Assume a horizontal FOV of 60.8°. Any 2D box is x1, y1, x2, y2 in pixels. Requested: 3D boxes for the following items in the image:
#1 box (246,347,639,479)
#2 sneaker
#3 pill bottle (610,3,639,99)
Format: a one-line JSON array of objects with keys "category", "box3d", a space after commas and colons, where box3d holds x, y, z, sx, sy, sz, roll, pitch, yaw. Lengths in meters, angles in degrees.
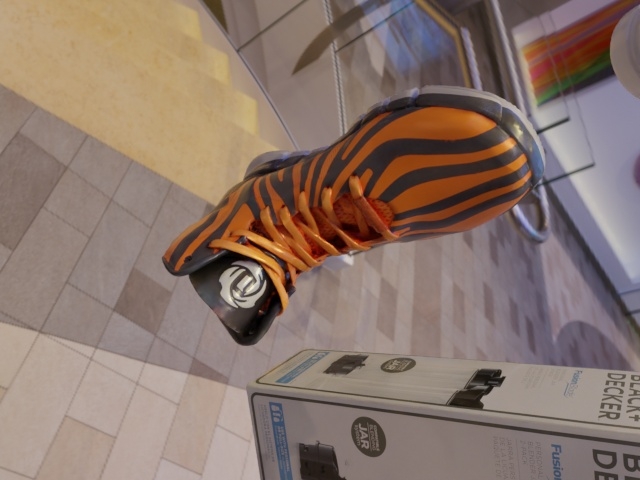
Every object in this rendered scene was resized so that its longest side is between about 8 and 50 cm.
[{"category": "box", "box3d": [0.093, 0.177, 0.394, 0.087, 0.289, 0.169, -17, 103, -56]}, {"category": "sneaker", "box3d": [0.000, 0.000, 0.420, 0.125, 0.321, 0.180, 53, 54, -20]}, {"category": "pill bottle", "box3d": [0.433, -0.237, 0.544, 0.153, 0.264, 0.153, 1, 86, -9]}]
